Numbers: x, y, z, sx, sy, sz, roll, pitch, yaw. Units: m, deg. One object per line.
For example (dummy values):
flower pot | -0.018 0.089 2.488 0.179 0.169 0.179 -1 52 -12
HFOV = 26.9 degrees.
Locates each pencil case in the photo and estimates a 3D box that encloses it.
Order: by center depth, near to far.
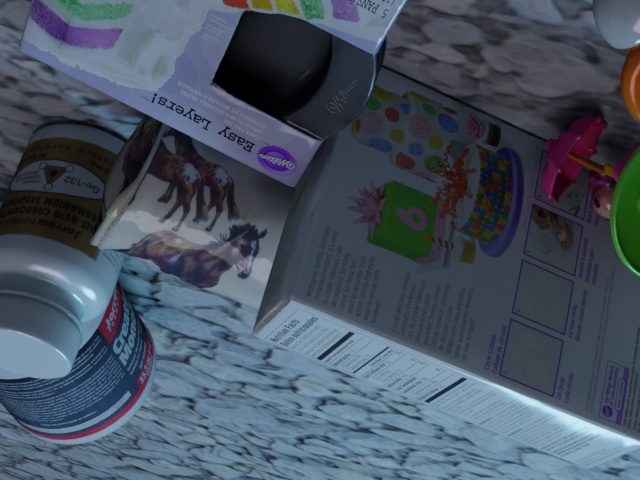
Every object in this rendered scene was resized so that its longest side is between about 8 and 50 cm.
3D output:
pencil case | 0.000 0.000 1.246 0.410 0.183 0.160 22 124 -14

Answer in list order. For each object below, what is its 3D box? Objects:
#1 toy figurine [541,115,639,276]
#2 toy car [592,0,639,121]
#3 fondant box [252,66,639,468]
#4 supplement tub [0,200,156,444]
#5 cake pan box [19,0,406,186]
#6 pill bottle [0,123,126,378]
toy figurine | 0.254 -0.039 1.087 0.173 0.130 0.159 45 175 -31
toy car | 0.280 -0.134 0.912 0.159 0.136 0.182 28 148 -22
fondant box | 0.134 0.023 1.141 0.330 0.238 0.096 23 151 -14
supplement tub | -0.311 0.097 1.515 0.191 0.191 0.272 5 149 16
cake pan box | -0.077 -0.179 1.008 0.267 0.070 0.245 27 143 -6
pill bottle | -0.258 0.011 1.307 0.131 0.229 0.131 11 150 6
